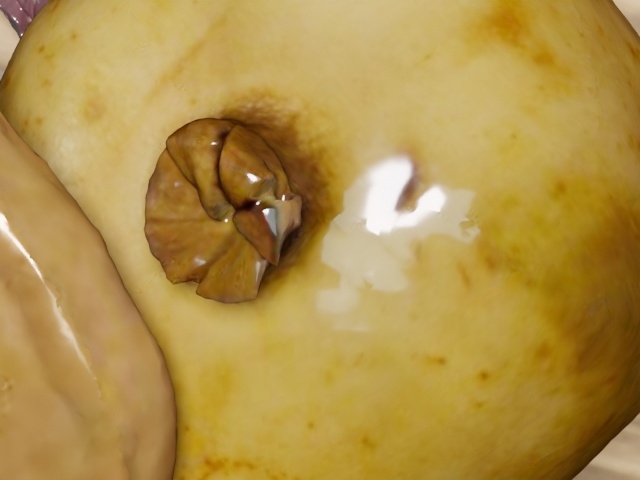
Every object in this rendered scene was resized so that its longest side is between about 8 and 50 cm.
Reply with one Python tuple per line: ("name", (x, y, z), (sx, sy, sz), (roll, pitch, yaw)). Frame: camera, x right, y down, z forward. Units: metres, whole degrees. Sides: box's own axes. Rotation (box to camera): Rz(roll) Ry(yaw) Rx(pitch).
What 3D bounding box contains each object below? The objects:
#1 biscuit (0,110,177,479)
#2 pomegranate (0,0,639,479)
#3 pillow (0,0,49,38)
("biscuit", (-0.229, 0.041, 0.657), (0.385, 0.062, 0.365), (33, 127, 19))
("pomegranate", (0.011, -0.001, 0.701), (0.307, 0.307, 0.307), (0, 90, -5))
("pillow", (-0.049, -0.117, 0.805), (0.185, 0.043, 0.118), (-31, 99, -1))
